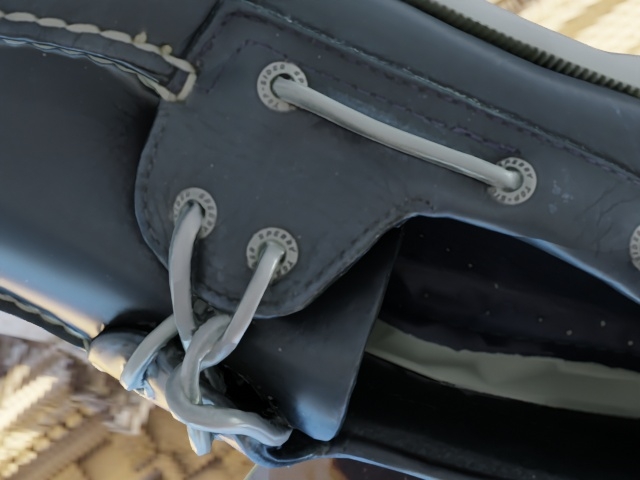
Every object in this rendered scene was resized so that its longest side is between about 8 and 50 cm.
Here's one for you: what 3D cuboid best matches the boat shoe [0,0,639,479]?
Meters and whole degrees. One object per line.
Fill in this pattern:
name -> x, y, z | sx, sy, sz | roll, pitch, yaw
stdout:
boat shoe -> 0.000, 0.000, 0.445 | 0.319, 0.116, 0.099 | 13, -139, -6

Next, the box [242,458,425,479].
box -> 0.076, 0.137, 0.613 | 0.232, 0.058, 0.087 | 38, -74, 7
